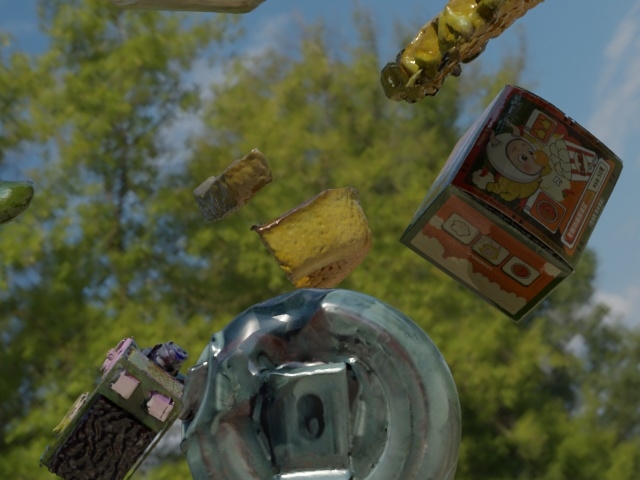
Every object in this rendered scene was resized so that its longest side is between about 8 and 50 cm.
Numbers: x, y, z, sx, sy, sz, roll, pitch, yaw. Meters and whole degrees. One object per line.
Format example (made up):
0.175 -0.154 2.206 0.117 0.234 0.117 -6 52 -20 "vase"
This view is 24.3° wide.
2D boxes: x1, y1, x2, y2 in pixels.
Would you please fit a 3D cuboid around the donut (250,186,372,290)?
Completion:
0.003 -0.003 2.045 0.152 0.101 0.259 -32 -14 0 "donut"

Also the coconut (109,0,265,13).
-0.117 -0.394 1.497 0.352 0.352 0.352 -41 -21 -19 "coconut"

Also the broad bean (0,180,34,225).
-0.546 -0.011 2.107 0.318 0.098 0.056 -33 -29 -24 "broad bean"

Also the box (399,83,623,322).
0.229 -0.047 1.758 0.195 0.177 0.148 -57 2 -39 "box"

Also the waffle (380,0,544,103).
0.185 -0.251 1.577 0.329 0.062 0.329 -39 0 0 "waffle"

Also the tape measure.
0.003 0.179 1.365 0.256 0.275 0.147 -9 -11 6 "tape measure"

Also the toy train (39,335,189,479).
-0.295 0.256 2.147 0.261 0.134 0.177 -52 4 11 "toy train"

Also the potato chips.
-0.138 -0.067 2.108 0.080 0.057 0.407 -42 6 -11 "potato chips"
